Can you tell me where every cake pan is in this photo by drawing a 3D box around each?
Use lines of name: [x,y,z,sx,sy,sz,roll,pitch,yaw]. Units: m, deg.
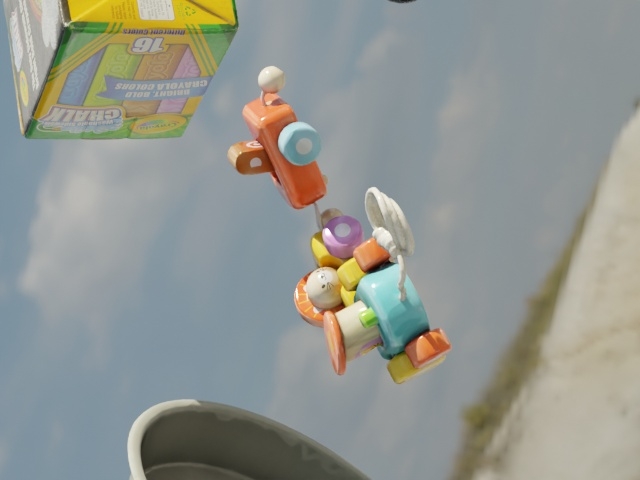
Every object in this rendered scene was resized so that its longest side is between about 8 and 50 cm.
cake pan: [-0.024,0.228,1.322,0.054,0.293,0.293,-57,-4,17]

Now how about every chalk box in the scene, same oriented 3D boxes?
chalk box: [-0.159,-0.158,1.363,0.213,0.132,0.132,127,136,-58]

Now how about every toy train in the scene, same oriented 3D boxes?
toy train: [0.000,0.000,0.801,0.125,0.046,0.166,67,171,-28]

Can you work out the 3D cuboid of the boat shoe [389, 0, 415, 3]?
boat shoe: [0.086,-0.257,1.422,0.254,0.095,0.079,123,157,-59]
